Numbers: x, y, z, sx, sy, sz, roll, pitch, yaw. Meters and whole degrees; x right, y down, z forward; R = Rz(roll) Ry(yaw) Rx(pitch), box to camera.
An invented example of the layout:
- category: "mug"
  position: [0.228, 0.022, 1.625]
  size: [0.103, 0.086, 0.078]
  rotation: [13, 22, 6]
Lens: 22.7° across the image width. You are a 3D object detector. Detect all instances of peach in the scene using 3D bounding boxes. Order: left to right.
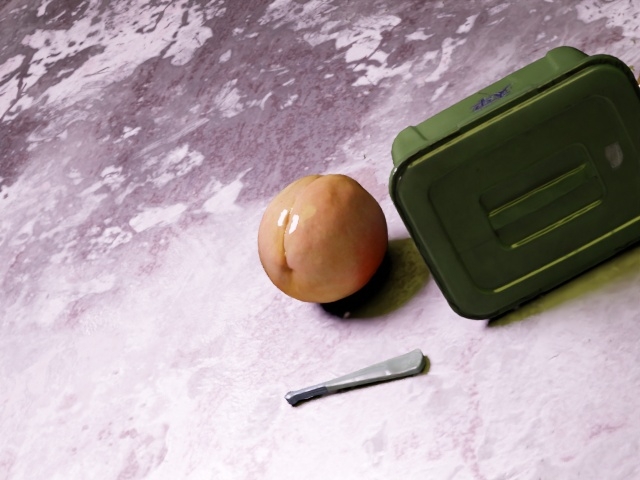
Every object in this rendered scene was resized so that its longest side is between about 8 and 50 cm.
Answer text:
- category: "peach"
  position: [0.000, 0.000, 2.146]
  size: [0.184, 0.184, 0.184]
  rotation: [-20, 37, 16]

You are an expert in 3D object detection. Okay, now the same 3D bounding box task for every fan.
- category: "fan"
  position: [0.043, 0.177, 2.031]
  size: [0.193, 0.016, 0.038]
  rotation: [-17, 35, 18]

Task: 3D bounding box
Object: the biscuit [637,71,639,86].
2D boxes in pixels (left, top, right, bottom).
- category: "biscuit"
  position: [0.560, -0.323, 2.156]
  size: [0.329, 0.078, 0.335]
  rotation: [-36, 18, 29]

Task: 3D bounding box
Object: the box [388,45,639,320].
- category: "box"
  position: [0.260, -0.084, 2.004]
  size: [0.328, 0.253, 0.178]
  rotation: [-27, 22, 5]
